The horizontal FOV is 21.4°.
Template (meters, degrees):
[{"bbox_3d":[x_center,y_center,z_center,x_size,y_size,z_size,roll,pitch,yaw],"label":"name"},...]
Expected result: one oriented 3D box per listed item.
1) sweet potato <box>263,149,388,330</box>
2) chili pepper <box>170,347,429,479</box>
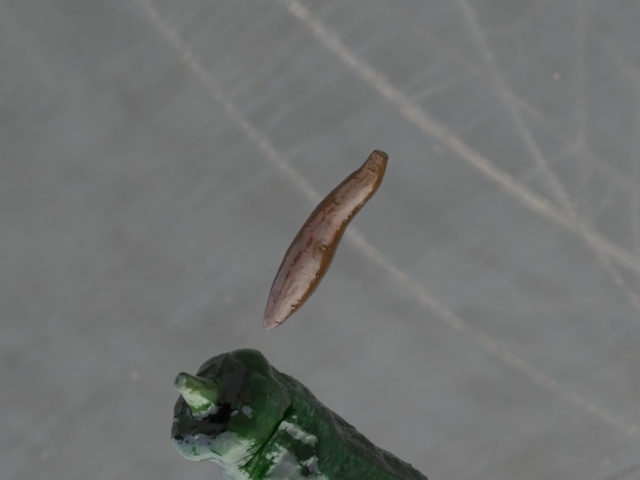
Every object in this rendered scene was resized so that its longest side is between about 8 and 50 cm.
[{"bbox_3d":[-0.001,-0.001,2.004,0.057,0.264,0.057,27,-163,-9],"label":"sweet potato"},{"bbox_3d":[-0.017,0.165,1.330,0.270,0.099,0.136,32,-155,-34],"label":"chili pepper"}]
